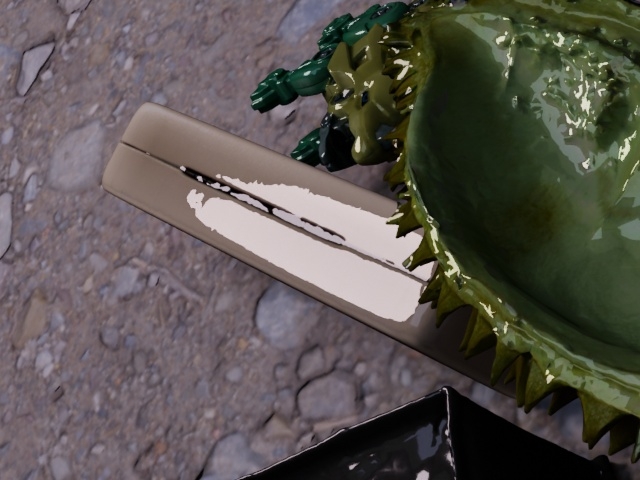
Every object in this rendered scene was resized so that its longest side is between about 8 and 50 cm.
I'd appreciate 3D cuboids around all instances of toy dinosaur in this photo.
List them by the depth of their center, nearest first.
[{"bbox_3d":[0.060,-0.131,0.983,0.153,0.094,0.259,-3,38,47],"label":"toy dinosaur"}]

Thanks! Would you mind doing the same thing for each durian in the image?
[{"bbox_3d":[0.163,-0.008,0.712,0.394,0.163,0.198,45,118,29],"label":"durian"}]

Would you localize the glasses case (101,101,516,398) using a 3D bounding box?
[{"bbox_3d":[0.000,0.000,0.953,0.336,0.144,0.076,25,87,41],"label":"glasses case"}]

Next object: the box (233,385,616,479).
[{"bbox_3d":[0.043,0.289,0.742,0.251,0.204,0.345,-26,56,26],"label":"box"}]
